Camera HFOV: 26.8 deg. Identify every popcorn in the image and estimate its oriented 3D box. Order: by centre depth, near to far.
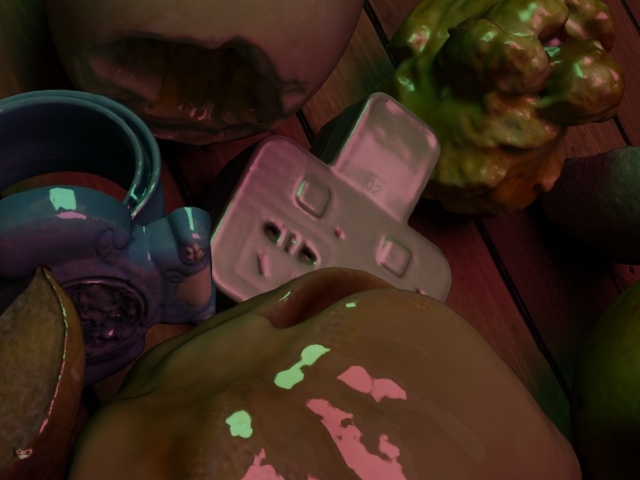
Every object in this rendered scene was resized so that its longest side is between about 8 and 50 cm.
[{"bbox_3d":[0.187,-0.160,1.392,0.226,0.276,0.276,6,61,-35],"label":"popcorn"}]

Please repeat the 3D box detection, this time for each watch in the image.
[{"bbox_3d":[-0.185,-0.016,0.997,0.211,0.211,0.193,12,42,-38],"label":"watch"}]

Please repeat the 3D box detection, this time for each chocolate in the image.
[{"bbox_3d":[0.374,-0.028,1.469,0.185,0.303,0.100,23,75,-27],"label":"chocolate"}]

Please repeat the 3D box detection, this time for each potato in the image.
[{"bbox_3d":[-0.219,0.152,0.851,0.100,0.120,0.261,31,69,32],"label":"potato"}]

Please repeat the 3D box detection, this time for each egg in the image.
[{"bbox_3d":[-0.091,-0.259,1.163,0.278,0.278,0.336,25,61,-31],"label":"egg"}]

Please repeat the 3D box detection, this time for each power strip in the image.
[{"bbox_3d":[0.000,0.000,1.231,0.229,0.141,0.261,36,59,-20],"label":"power strip"}]

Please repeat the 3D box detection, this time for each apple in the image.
[{"bbox_3d":[0.421,0.178,1.346,0.340,0.340,0.339,23,51,-32],"label":"apple"}]

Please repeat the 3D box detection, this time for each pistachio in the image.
[{"bbox_3d":[0.012,0.205,0.974,0.446,0.281,0.365,18,87,-39],"label":"pistachio"}]
